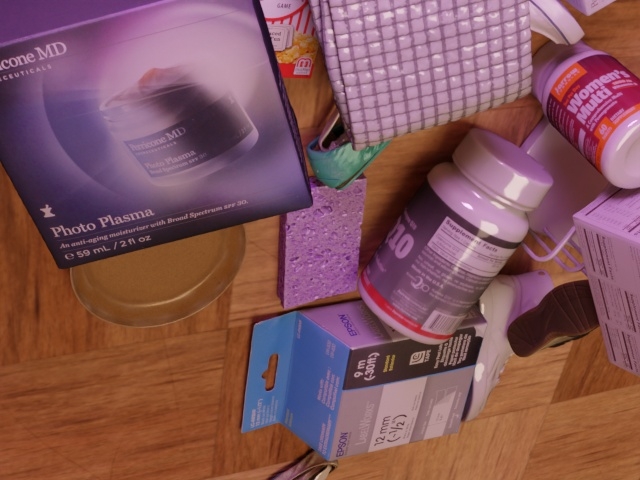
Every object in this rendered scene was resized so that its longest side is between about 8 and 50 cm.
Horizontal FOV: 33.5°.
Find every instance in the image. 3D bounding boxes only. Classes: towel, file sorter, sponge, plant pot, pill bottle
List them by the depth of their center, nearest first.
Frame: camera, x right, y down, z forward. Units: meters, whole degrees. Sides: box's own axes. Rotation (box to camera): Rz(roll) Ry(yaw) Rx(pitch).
[{"bbox_3d":[0.105,-0.261,1.191,0.235,0.121,0.283,-16,131,0],"label":"towel"},{"bbox_3d":[-0.213,0.016,1.393,0.236,0.032,0.236,-15,133,-17],"label":"plant pot"},{"bbox_3d":[0.369,-0.176,1.404,0.121,0.221,0.121,-15,133,-17],"label":"pill bottle"},{"bbox_3d":[0.000,0.000,1.491,0.117,0.031,0.210,-12,131,-18],"label":"sponge"},{"bbox_3d":[0.189,-0.007,1.494,0.161,0.161,0.283,15,118,-36],"label":"pill bottle"},{"bbox_3d":[0.420,-0.044,1.578,0.278,0.173,0.193,19,116,-37],"label":"file sorter"}]

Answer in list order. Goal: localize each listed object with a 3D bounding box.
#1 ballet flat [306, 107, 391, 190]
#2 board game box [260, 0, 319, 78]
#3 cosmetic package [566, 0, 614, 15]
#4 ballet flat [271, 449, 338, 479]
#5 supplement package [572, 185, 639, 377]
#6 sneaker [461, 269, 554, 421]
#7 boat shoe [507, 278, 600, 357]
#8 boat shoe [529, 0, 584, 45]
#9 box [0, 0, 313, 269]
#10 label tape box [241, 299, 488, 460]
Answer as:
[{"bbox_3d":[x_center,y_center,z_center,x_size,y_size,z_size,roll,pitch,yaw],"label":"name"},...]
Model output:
[{"bbox_3d":[0.080,-0.169,1.361,0.247,0.083,0.087,-42,120,7],"label":"ballet flat"},{"bbox_3d":[-0.062,-0.281,1.212,0.147,0.045,0.193,-3,128,-26],"label":"board game box"},{"bbox_3d":[0.402,-0.395,1.335,0.231,0.085,0.117,-32,134,-2],"label":"cosmetic package"},{"bbox_3d":[-0.040,0.411,1.801,0.168,0.052,0.057,-41,134,9],"label":"ballet flat"},{"bbox_3d":[0.486,0.039,1.433,0.204,0.145,0.261,-34,123,-19],"label":"supplement package"},{"bbox_3d":[0.308,0.175,1.749,0.169,0.108,0.292,-9,129,-17],"label":"sneaker"},{"bbox_3d":[0.372,0.111,1.598,0.073,0.080,0.223,-13,162,-37],"label":"boat shoe"},{"bbox_3d":[0.223,-0.306,1.321,0.258,0.095,0.084,30,114,-30],"label":"boat shoe"},{"bbox_3d":[-0.189,-0.155,1.117,0.296,0.182,0.294,-15,133,3],"label":"box"},{"bbox_3d":[0.065,0.215,1.651,0.348,0.115,0.249,-9,131,-23],"label":"label tape box"}]
